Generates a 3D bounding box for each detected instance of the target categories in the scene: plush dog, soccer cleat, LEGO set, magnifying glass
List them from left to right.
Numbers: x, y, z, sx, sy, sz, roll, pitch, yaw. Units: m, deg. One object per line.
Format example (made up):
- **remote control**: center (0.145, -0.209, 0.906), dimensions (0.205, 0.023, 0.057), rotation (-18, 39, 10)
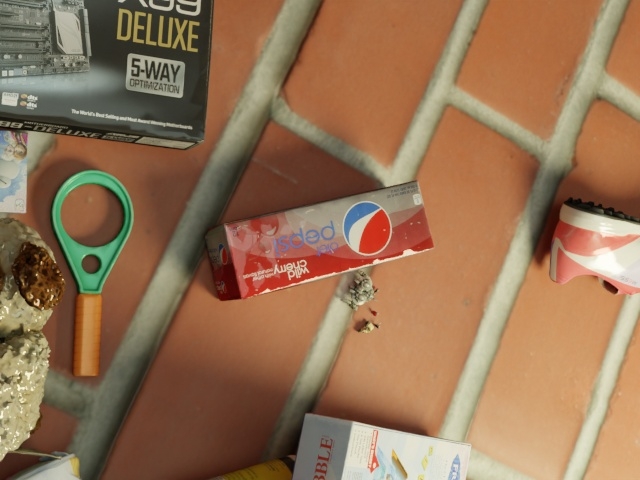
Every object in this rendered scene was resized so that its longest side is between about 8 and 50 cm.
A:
- **plush dog**: center (-0.334, 0.088, 1.011), dimensions (0.210, 0.262, 0.225), rotation (14, 90, -56)
- **magnifying glass**: center (-0.258, 0.036, 1.133), dimensions (0.092, 0.026, 0.231), rotation (4, 85, -24)
- **LEGO set**: center (0.057, 0.075, 1.272), dimensions (0.054, 0.023, 0.083), rotation (-33, 100, -23)
- **soccer cleat**: center (0.458, 0.029, 1.425), dimensions (0.318, 0.108, 0.116), rotation (13, 101, -25)

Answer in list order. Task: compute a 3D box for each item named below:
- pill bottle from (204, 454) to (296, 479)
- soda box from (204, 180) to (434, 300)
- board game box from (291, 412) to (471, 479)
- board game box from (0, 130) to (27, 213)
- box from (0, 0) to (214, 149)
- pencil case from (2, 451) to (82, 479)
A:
- **pill bottle**: center (-0.106, 0.323, 1.129), dimensions (0.208, 0.119, 0.119), rotation (-12, 91, -24)
- **soda box**: center (0.000, 0.000, 1.220), dimensions (0.263, 0.083, 0.092), rotation (-13, 91, -24)
- **board game box**: center (0.056, 0.369, 1.140), dimensions (0.318, 0.066, 0.319), rotation (26, 73, -56)
- **board game box**: center (-0.365, -0.075, 1.096), dimensions (0.090, 0.020, 0.090), rotation (1, 87, -24)
- **box**: center (-0.275, -0.239, 1.117), dimensions (0.307, 0.076, 0.242), rotation (6, 84, -23)
- **pencil case**: center (-0.250, 0.357, 1.039), dimensions (0.124, 0.113, 0.273), rotation (-23, 84, -42)
